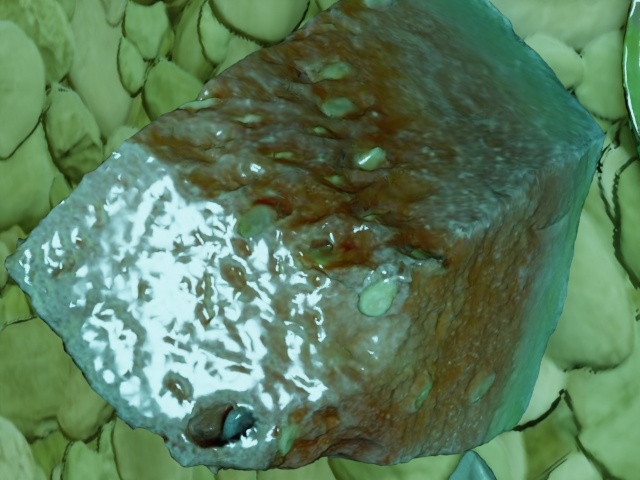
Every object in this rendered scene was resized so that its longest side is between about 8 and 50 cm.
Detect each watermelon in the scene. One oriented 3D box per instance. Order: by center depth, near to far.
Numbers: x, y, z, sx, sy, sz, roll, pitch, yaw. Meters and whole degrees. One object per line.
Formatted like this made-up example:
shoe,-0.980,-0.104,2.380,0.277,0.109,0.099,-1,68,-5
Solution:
watermelon,0.000,0.000,0.641,0.193,0.256,0.140,54,131,17

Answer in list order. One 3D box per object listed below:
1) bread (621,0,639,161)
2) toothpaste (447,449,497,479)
bread,0.211,-0.071,0.578,0.228,0.033,0.229,2,93,47
toothpaste,0.114,0.191,0.690,0.218,0.041,0.064,53,135,34
